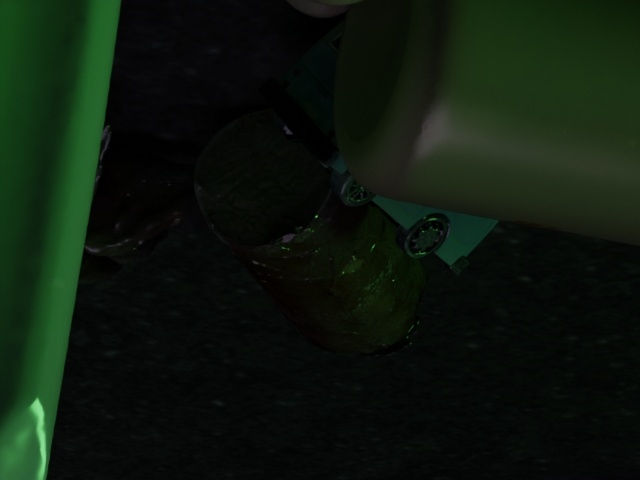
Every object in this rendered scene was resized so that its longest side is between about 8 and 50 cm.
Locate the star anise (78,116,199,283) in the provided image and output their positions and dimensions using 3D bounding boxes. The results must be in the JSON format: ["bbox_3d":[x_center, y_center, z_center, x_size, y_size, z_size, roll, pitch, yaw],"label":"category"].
[{"bbox_3d":[-0.148,-0.020,0.928,0.182,0.065,0.195,-17,144,38],"label":"star anise"}]

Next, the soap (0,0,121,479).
[{"bbox_3d":[-0.178,0.003,0.637,0.208,0.347,0.115,-16,147,39],"label":"soap"}]

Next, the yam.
[{"bbox_3d":[-0.002,0.000,0.928,0.079,0.079,0.141,-3,153,19],"label":"yam"}]

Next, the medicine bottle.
[{"bbox_3d":[0.138,-0.052,0.735,0.252,0.114,0.114,10,156,-16],"label":"medicine bottle"}]

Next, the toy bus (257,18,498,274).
[{"bbox_3d":[0.039,-0.044,0.825,0.075,0.060,0.123,-45,141,6],"label":"toy bus"}]

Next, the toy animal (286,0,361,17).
[{"bbox_3d":[-0.004,-0.117,0.616,0.124,0.124,0.212,9,152,-8],"label":"toy animal"}]
